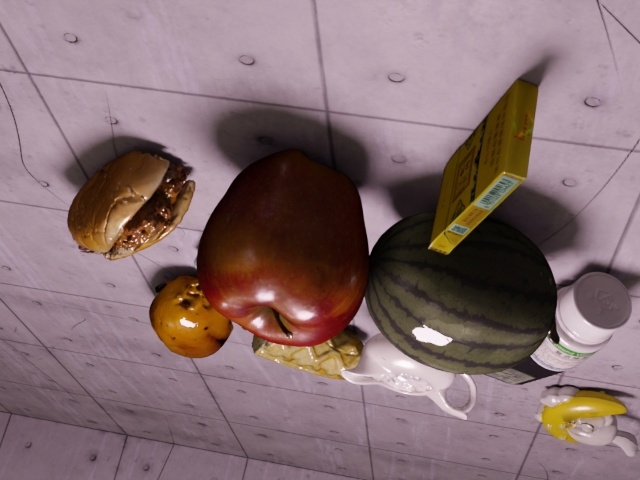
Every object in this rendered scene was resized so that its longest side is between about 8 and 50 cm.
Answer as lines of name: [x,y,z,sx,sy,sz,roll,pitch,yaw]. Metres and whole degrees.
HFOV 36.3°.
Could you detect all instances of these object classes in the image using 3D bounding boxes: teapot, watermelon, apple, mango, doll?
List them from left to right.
mango: [-0.302,0.179,2.266,0.201,0.153,0.287,5,157,-3]
apple: [-0.059,0.018,1.629,0.288,0.317,0.288,7,154,4]
teapot: [0.208,0.285,2.125,0.299,0.166,0.208,26,142,-2]
watermelon: [0.252,0.092,1.682,0.359,0.279,0.279,12,155,-13]
doll: [0.658,0.443,2.413,0.252,0.111,0.237,5,138,19]

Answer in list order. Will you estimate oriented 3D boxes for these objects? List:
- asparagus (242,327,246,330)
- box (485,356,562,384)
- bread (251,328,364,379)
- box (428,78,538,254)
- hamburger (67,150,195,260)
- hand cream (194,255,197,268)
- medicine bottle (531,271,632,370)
asparagus: [-0.221,0.181,2.392,0.016,0.016,0.163,-26,142,14]
box: [0.353,0.233,2.180,0.350,0.058,0.211,21,155,-18]
bread: [-0.017,0.246,2.301,0.267,0.130,0.152,21,-170,-17]
box: [0.236,-0.099,1.432,0.040,0.153,0.279,17,154,-9]
hamburger: [-0.355,-0.054,1.802,0.155,0.245,0.282,33,104,-27]
hand cream: [-0.214,0.011,2.011,0.076,0.047,0.174,21,145,-16]
medicine bottle: [0.490,0.155,1.862,0.139,0.139,0.237,15,154,-5]
